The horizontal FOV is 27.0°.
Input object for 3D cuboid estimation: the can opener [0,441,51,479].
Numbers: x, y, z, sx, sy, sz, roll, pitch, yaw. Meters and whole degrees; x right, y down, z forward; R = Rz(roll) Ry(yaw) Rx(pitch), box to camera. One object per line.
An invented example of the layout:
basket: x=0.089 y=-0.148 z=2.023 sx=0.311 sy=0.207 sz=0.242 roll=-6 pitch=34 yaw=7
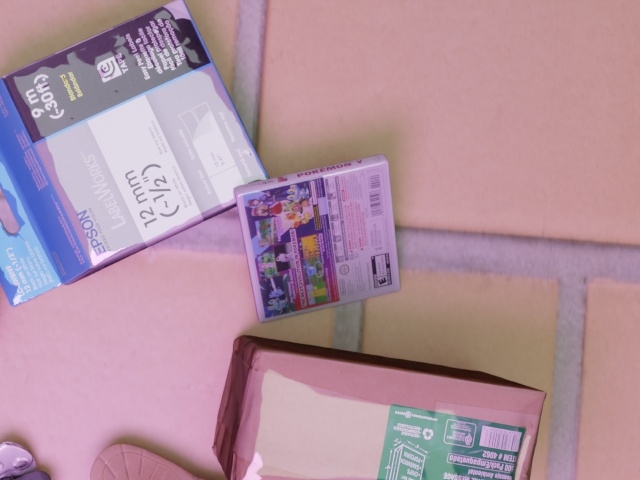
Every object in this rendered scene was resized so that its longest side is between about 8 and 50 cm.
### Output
can opener: x=-0.453 y=0.335 z=1.570 sx=0.280 sy=0.093 sz=0.074 roll=-32 pitch=135 yaw=-3

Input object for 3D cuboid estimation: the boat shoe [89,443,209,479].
boat shoe: x=-0.149 y=0.340 z=1.606 sx=0.285 sy=0.092 sz=0.103 roll=28 pitch=67 yaw=-3

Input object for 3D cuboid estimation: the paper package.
paper package: x=0.054 y=0.217 z=1.521 sx=0.325 sy=0.309 sz=0.168 roll=10 pitch=88 yaw=-7

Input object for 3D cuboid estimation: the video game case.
video game case: x=0.000 y=0.000 z=1.607 sx=0.183 sy=0.023 sz=0.201 roll=-13 pitch=128 yaw=-7

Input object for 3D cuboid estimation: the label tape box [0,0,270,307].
label tape box: x=-0.267 y=-0.101 z=1.593 sx=0.348 sy=0.115 sz=0.249 roll=-25 pitch=91 yaw=-8
